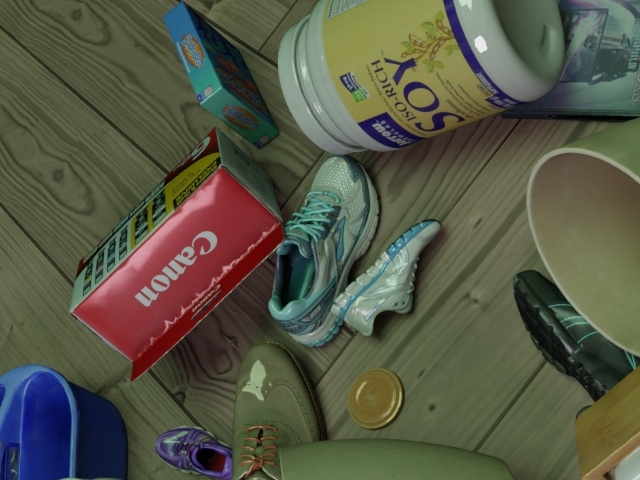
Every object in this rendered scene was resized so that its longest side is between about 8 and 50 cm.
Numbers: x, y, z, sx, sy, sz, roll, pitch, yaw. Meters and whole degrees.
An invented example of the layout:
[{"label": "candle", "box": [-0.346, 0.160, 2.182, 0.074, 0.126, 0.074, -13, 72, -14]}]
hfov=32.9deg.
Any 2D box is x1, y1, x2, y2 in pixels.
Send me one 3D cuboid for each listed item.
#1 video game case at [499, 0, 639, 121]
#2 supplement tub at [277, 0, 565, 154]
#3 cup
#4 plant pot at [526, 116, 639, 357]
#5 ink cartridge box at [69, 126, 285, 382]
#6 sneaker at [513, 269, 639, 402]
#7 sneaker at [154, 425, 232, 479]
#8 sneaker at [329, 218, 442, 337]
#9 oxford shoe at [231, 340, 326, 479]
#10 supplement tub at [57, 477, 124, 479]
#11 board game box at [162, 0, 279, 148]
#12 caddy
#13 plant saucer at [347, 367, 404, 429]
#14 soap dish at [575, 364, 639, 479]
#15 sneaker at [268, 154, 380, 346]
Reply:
[{"label": "video game case", "box": [0.385, -0.250, 1.437, 0.274, 0.026, 0.196, 6, 73, 36]}, {"label": "supplement tub", "box": [0.131, -0.258, 1.455, 0.331, 0.241, 0.241, -18, 60, 37]}, {"label": "cup", "box": [0.113, 0.353, 1.186, 0.237, 0.331, 0.331, -18, 57, 0]}, {"label": "plant pot", "box": [0.412, -0.047, 1.182, 0.274, 0.256, 0.256, -31, 48, -21]}, {"label": "ink cartridge box", "box": [-0.208, 0.015, 1.565, 0.309, 0.130, 0.272, -44, 20, 9]}, {"label": "sneaker", "box": [0.329, 0.121, 1.276, 0.106, 0.101, 0.267, -31, 51, -9]}, {"label": "sneaker", "box": [-0.171, 0.296, 1.524, 0.170, 0.071, 0.068, 6, 73, 36]}, {"label": "sneaker", "box": [0.105, 0.053, 1.467, 0.083, 0.071, 0.190, 44, 91, 9]}, {"label": "oxford shoe", "box": [-0.059, 0.283, 1.404, 0.123, 0.130, 0.348, -13, 64, 8]}, {"label": "supplement tub", "box": [-0.242, 0.412, 1.388, 0.191, 0.272, 0.191, -14, 62, 28]}, {"label": "board game box", "box": [-0.157, -0.261, 1.714, 0.047, 0.160, 0.210, -36, 54, 15]}, {"label": "caddy", "box": [-0.426, 0.355, 1.597, 0.241, 0.179, 0.341, -19, 60, 26]}, {"label": "plant saucer", "box": [0.072, 0.209, 1.440, 0.083, 0.013, 0.083, -14, 62, 27]}, {"label": "soap dish", "box": [0.401, 0.202, 1.063, 0.229, 0.291, 0.118, -43, 36, 10]}, {"label": "sneaker", "box": [0.000, 0.000, 1.513, 0.110, 0.122, 0.283, 0, 70, 33]}]
